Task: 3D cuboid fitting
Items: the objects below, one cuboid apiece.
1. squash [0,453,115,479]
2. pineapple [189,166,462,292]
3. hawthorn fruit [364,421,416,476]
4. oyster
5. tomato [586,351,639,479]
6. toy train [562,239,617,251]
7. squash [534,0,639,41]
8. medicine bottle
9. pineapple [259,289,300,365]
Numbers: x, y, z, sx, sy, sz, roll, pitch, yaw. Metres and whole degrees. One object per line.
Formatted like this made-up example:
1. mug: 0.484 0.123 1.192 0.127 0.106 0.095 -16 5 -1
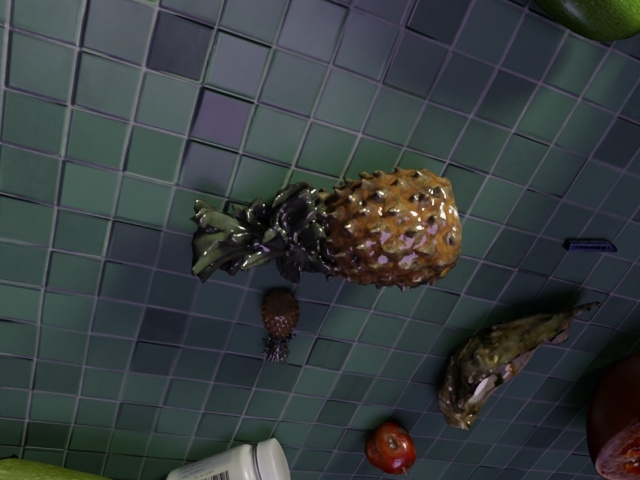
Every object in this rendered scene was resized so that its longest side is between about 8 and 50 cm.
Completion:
1. squash: -0.342 0.475 0.713 0.309 0.310 0.310 5 123 7
2. pineapple: 0.000 0.000 0.626 0.310 0.141 0.170 -5 148 1
3. hawthorn fruit: 0.122 0.359 0.895 0.093 0.093 0.093 -5 123 -8
4. oyster: 0.300 0.177 0.828 0.294 0.094 0.166 -36 140 1
5. tomato: 0.598 0.285 0.909 0.338 0.144 0.338 -5 127 -6
6. toy train: 0.397 0.007 0.769 0.083 0.017 0.017 1 115 -11
7. squash: 0.190 -0.319 0.470 0.107 0.107 0.395 -43 120 16
8. medicine bottle: -0.150 0.397 0.859 0.186 0.103 0.103 -21 123 3
9. pineapple: -0.058 0.126 0.744 0.058 0.058 0.124 -3 136 -9
